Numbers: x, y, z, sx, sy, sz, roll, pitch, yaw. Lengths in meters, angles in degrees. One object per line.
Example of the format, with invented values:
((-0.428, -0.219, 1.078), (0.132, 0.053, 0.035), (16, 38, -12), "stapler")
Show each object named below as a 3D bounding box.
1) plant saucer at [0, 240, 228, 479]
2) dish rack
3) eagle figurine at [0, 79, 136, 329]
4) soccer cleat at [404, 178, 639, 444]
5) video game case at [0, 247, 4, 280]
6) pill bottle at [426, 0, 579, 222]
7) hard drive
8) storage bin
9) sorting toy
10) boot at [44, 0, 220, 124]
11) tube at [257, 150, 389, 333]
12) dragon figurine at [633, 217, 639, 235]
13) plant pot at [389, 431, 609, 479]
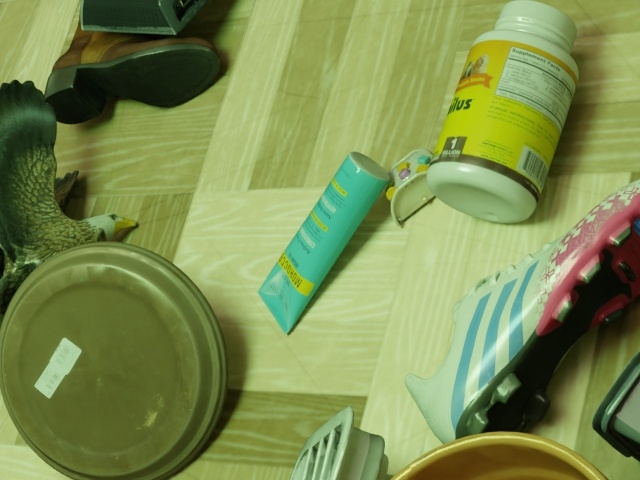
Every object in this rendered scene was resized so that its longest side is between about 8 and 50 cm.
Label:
((-0.236, 0.140, 1.816), (0.278, 0.041, 0.278), (2, 96, 17), "plant saucer")
((-0.014, 0.334, 1.529), (0.285, 0.072, 0.333), (127, 163, -71), "dish rack")
((-0.335, -0.015, 2.000), (0.226, 0.225, 0.298), (-52, 55, 19), "eagle figurine")
((0.206, 0.053, 1.579), (0.331, 0.116, 0.143), (-50, 46, 2), "soccer cleat")
((-0.410, 0.062, 2.055), (0.015, 0.119, 0.166), (-2, 60, -1), "video game case")
((0.194, -0.135, 1.701), (0.117, 0.117, 0.215), (6, 68, 40), "pill bottle")
((-0.190, -0.361, 2.117), (0.172, 0.054, 0.255), (7, 49, 32), "hard drive")
((0.312, 0.159, 1.430), (0.091, 0.135, 0.098), (34, 87, 33), "storage bin")
((0.098, -0.070, 1.798), (0.083, 0.045, 0.075), (-38, 28, 14), "sorting toy")
((-0.225, -0.292, 2.171), (0.264, 0.096, 0.280), (-18, 44, 33), "boot")
((0.000, 0.000, 1.809), (0.207, 0.052, 0.080), (-57, 35, 19), "tube")
((0.368, 0.078, 1.417), (0.085, 0.144, 0.289), (-38, 47, 15), "dragon figurine")
((0.176, 0.328, 1.375), (0.291, 0.203, 0.291), (-19, 55, 29), "plant pot")
